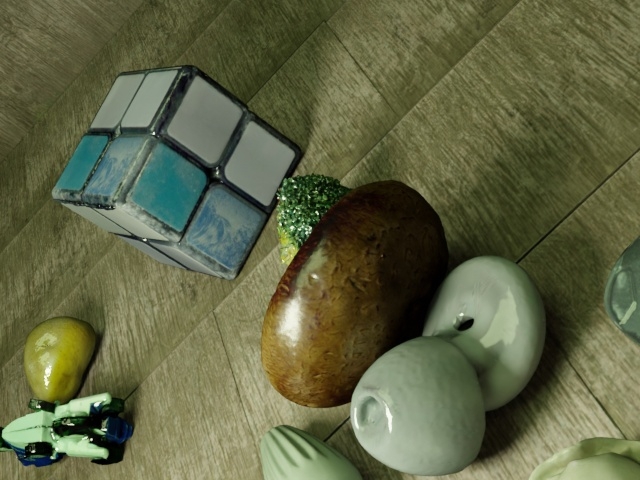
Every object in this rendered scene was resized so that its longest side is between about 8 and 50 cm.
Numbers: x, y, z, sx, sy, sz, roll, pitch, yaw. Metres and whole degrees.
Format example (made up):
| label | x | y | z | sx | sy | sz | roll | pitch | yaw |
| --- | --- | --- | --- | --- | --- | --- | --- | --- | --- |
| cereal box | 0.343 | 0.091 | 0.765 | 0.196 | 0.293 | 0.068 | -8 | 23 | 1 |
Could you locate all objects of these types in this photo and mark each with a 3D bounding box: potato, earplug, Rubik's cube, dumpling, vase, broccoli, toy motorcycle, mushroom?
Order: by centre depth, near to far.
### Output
| label | x | y | z | sx | sy | sz | roll | pitch | yaw |
| --- | --- | --- | --- | --- | --- | --- | --- | --- | --- |
| dumpling | 0.325 | 0.270 | 1.227 | 0.169 | 0.100 | 0.134 | -12 | 37 | 43 |
| earplug | 0.170 | 0.162 | 1.446 | 0.214 | 0.175 | 0.325 | -2 | 47 | 56 |
| mushroom | 0.056 | 0.075 | 1.569 | 0.239 | 0.345 | 0.345 | 7 | 58 | 10 |
| vase | -0.023 | 0.340 | 1.581 | 0.128 | 0.128 | 0.248 | -54 | 23 | -1 |
| broccoli | 0.000 | 0.000 | 1.869 | 0.194 | 0.194 | 0.220 | -39 | 58 | 21 |
| toy motorcycle | -0.516 | 0.378 | 2.115 | 0.331 | 0.196 | 0.125 | -13 | 68 | 29 |
| Rubik's cube | -0.285 | -0.134 | 2.163 | 0.316 | 0.313 | 0.318 | 10 | 69 | 55 |
| potato | -0.555 | 0.255 | 2.315 | 0.157 | 0.157 | 0.194 | -21 | 58 | 40 |

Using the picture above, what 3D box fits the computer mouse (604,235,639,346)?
| label | x | y | z | sx | sy | sz | roll | pitch | yaw |
| --- | --- | --- | --- | --- | --- | --- | --- | --- | --- |
| computer mouse | 0.452 | 0.121 | 1.216 | 0.167 | 0.090 | 0.379 | -42 | 40 | 18 |
